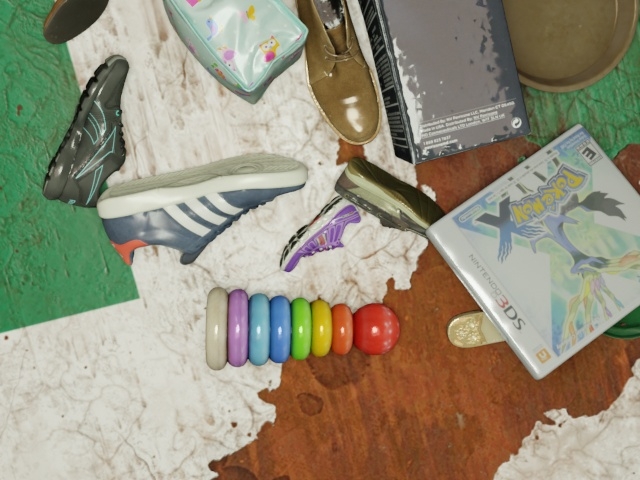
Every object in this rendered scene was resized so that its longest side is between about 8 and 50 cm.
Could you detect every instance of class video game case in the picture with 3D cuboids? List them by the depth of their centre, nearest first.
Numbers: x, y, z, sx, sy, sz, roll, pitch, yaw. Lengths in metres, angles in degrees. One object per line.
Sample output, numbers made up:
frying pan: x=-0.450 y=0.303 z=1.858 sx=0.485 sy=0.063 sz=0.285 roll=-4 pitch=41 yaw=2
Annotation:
video game case: x=0.390 y=0.012 z=1.348 sx=0.329 sy=0.036 sz=0.300 roll=-34 pitch=80 yaw=-10

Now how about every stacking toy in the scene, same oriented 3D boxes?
stacking toy: x=-0.027 y=0.151 z=1.397 sx=0.330 sy=0.141 sz=0.141 roll=1 pitch=98 yaw=-4

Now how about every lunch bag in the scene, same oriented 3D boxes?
lunch bag: x=-0.153 y=-0.354 z=1.275 sx=0.160 sy=0.223 sz=0.262 roll=-45 pitch=94 yaw=-1

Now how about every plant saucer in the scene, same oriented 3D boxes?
plant saucer: x=0.387 y=-0.382 z=1.352 sx=0.277 sy=0.041 sz=0.278 roll=-1 pitch=95 yaw=-9

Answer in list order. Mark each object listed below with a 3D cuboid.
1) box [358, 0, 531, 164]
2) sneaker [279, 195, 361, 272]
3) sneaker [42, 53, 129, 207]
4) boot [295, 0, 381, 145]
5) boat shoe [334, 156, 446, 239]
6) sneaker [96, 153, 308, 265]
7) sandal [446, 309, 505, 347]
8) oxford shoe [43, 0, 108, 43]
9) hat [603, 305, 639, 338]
box: x=0.176 y=-0.283 z=1.250 sx=0.182 sy=0.296 sz=0.294 roll=-15 pitch=98 yaw=2
sneaker: x=0.000 y=0.000 z=1.406 sx=0.170 sy=0.068 sz=0.071 roll=-41 pitch=102 yaw=4
sneaker: x=-0.369 y=-0.179 z=1.375 sx=0.106 sy=0.101 sz=0.267 roll=23 pitch=100 yaw=-22
boot: x=0.025 y=-0.300 z=1.340 sx=0.112 sy=0.115 sz=0.305 roll=-18 pitch=99 yaw=0
boat shoe: x=0.124 y=-0.058 z=1.398 sx=0.223 sy=0.080 sz=0.073 roll=32 pitch=126 yaw=-17
sneaker: x=-0.186 y=-0.044 z=1.377 sx=0.350 sy=0.131 sz=0.148 roll=-11 pitch=111 yaw=2
sandal: x=0.340 y=0.140 z=1.421 sx=0.240 sy=0.079 sz=0.088 roll=-17 pitch=98 yaw=2
oxford shoe: x=-0.391 y=-0.418 z=1.351 sx=0.076 sy=0.076 sz=0.212 roll=43 pitch=99 yaw=24
hat: x=0.557 y=0.095 z=1.364 sx=0.208 sy=0.183 sz=0.173 roll=-22 pitch=97 yaw=2
